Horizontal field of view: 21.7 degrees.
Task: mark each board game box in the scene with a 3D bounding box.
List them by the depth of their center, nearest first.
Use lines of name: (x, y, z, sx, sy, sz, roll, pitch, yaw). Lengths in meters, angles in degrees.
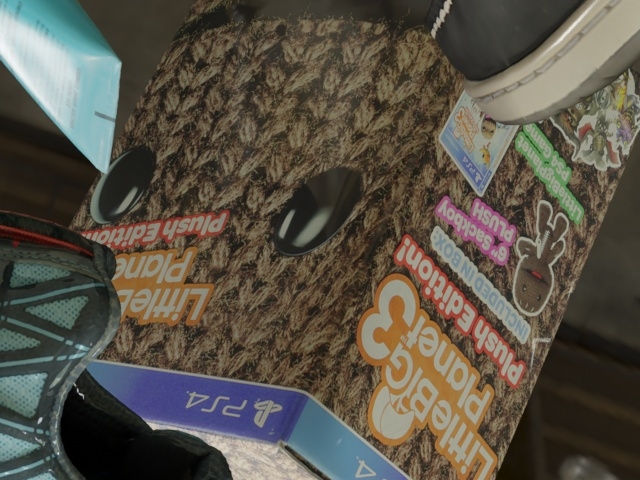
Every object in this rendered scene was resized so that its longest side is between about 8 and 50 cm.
board game box: (0.000, 0.000, 0.871, 0.232, 0.291, 0.141, 2, 149, 45)

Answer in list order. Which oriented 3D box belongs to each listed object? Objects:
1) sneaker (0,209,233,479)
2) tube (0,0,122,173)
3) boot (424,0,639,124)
sneaker: (-0.085, 0.112, 0.543, 0.125, 0.262, 0.104, -12, -148, -4)
tube: (-0.159, -0.128, 0.827, 0.052, 0.080, 0.207, -28, -117, -24)
boot: (0.032, -0.196, 0.446, 0.284, 0.377, 0.138, 41, -105, 3)
